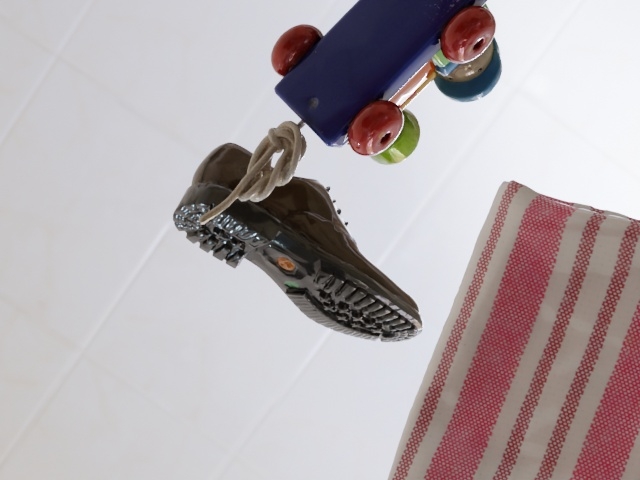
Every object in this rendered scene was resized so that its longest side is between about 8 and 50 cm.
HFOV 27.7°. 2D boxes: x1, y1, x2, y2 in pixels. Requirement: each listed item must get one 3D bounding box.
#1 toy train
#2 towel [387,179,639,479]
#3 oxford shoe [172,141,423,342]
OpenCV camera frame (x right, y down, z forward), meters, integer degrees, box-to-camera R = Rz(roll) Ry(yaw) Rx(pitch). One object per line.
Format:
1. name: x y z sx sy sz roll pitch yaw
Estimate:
1. toy train: 0.026 -0.088 0.925 0.105 0.248 0.143 47 -174 24
2. towel: 0.128 0.066 0.475 0.197 0.144 0.029 18 173 27
3. oxford shoe: 0.000 0.000 1.008 0.227 0.083 0.096 38 -128 -24
